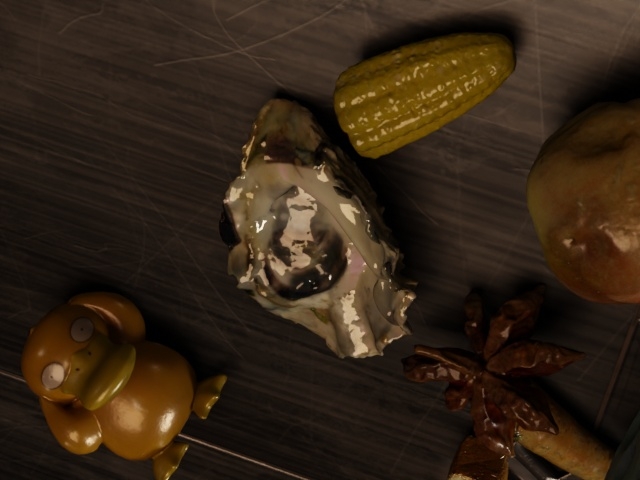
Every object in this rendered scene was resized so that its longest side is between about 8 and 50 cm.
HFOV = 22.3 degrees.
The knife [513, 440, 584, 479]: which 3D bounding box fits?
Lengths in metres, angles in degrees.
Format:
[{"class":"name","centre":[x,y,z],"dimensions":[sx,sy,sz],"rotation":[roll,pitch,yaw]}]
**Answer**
[{"class":"knife","centre":[0.321,0.313,2.029],"dimensions":[0.060,0.028,0.230],"rotation":[-38,107,24]}]

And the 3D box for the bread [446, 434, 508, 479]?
[{"class":"bread","centre":[0.197,0.296,2.024],"dimensions":[0.076,0.070,0.083],"rotation":[20,142,7]}]

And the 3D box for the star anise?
[{"class":"star anise","centre":[0.200,0.151,1.858],"dimensions":[0.212,0.111,0.196],"rotation":[-29,83,19]}]

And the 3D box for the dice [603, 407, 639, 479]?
[{"class":"dice","centre":[0.466,0.283,1.788],"dimensions":[0.262,0.268,0.265],"rotation":[26,130,2]}]

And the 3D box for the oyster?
[{"class":"oyster","centre":[0.001,-0.001,1.875],"dimensions":[0.238,0.115,0.351],"rotation":[-5,118,35]}]

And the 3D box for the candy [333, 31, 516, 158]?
[{"class":"candy","centre":[0.116,-0.165,1.716],"dimensions":[0.199,0.094,0.106],"rotation":[-20,79,24]}]

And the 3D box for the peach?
[{"class":"peach","centre":[0.330,-0.044,1.648],"dimensions":[0.235,0.214,0.214],"rotation":[-22,114,25]}]

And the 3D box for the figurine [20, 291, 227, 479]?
[{"class":"figurine","centre":[-0.261,0.184,2.071],"dimensions":[0.215,0.215,0.228],"rotation":[-20,138,32]}]

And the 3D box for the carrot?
[{"class":"carrot","centre":[0.318,0.255,1.959],"dimensions":[0.298,0.078,0.078],"rotation":[33,130,-9]}]
